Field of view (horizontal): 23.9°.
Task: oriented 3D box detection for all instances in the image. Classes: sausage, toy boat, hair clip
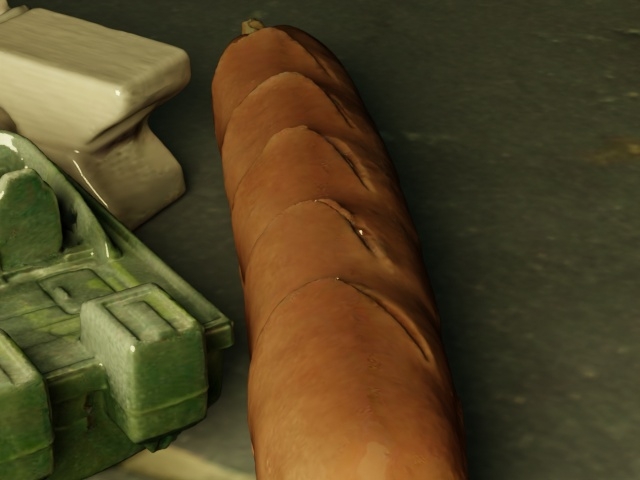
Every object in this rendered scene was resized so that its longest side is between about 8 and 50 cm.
[{"bbox_3d":[0.000,0.002,0.654,0.088,0.087,0.433,-4,32,-5],"label":"sausage"},{"bbox_3d":[-0.165,0.000,0.648,0.141,0.092,0.319,-17,34,-29],"label":"toy boat"},{"bbox_3d":[-0.219,-0.094,0.808,0.331,0.101,0.085,16,29,24],"label":"hair clip"}]
